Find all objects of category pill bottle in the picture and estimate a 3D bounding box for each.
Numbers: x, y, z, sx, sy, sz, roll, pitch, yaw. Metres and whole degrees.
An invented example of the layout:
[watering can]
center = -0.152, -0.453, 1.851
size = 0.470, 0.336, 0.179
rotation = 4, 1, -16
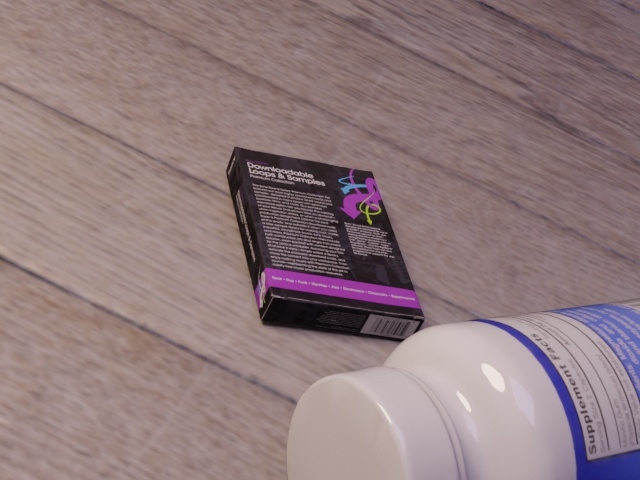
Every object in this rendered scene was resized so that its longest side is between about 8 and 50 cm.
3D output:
[pill bottle]
center = 0.122, 0.117, 0.767
size = 0.272, 0.152, 0.152
rotation = -5, 46, -35

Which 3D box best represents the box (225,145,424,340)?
[box]
center = 0.000, 0.000, 0.946
size = 0.116, 0.029, 0.162
rotation = 10, 40, -23
